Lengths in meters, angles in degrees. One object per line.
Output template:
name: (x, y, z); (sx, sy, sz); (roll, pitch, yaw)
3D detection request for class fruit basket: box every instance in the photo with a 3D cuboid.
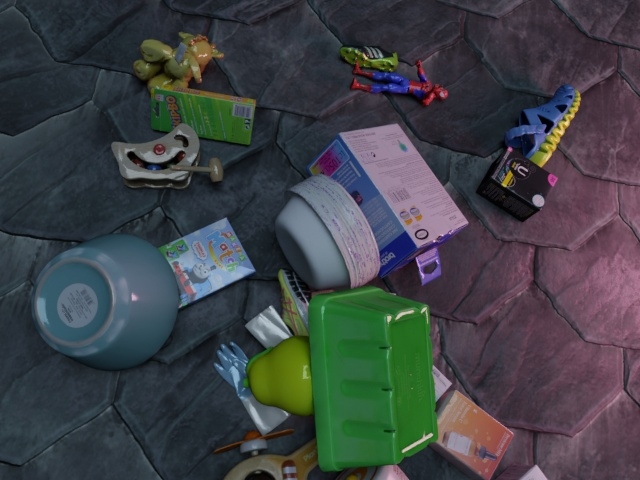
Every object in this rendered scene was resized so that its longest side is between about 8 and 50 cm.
fruit basket: (0.037, 0.289, 1.266); (0.283, 0.392, 0.391); (-4, 67, -49)

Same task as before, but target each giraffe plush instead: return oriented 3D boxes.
giraffe plush: (-0.359, -0.476, 1.548); (0.181, 0.210, 0.170); (51, 41, -16)

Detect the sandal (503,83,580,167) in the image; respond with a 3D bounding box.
sandal: (0.638, -0.343, 1.699); (0.138, 0.126, 0.317); (34, 67, 7)

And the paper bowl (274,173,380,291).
paper bowl: (0.000, 0.000, 1.373); (0.148, 0.284, 0.284); (-31, 79, -18)

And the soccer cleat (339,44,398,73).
soccer cleat: (0.140, -0.539, 1.713); (0.179, 0.060, 0.072); (12, 60, -13)

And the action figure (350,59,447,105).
action figure: (0.238, -0.457, 1.660); (0.281, 0.139, 0.091); (11, 71, -9)

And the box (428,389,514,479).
box: (0.337, 0.456, 1.379); (0.171, 0.091, 0.130); (36, 69, 4)

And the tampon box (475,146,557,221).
tampon box: (0.540, -0.153, 1.621); (0.161, 0.101, 0.120); (33, 69, 2)

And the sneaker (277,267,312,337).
sneaker: (-0.066, 0.163, 1.413); (0.094, 0.081, 0.208); (-36, 64, 23)

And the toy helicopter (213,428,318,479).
toy helicopter: (-0.074, 0.491, 1.295); (0.355, 0.140, 0.235); (-30, 69, -29)

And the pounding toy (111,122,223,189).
pounding toy: (-0.376, -0.219, 1.450); (0.270, 0.155, 0.154); (0, 76, -10)

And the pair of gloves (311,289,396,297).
pair of gloves: (0.097, 0.217, 1.445); (0.240, 0.042, 0.204); (2, 70, -10)

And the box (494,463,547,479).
box: (0.491, 0.626, 1.334); (0.103, 0.114, 0.203); (-32, 80, -20)

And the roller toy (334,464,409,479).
roller toy: (0.105, 0.552, 1.240); (0.146, 0.191, 0.209); (51, 56, -4)

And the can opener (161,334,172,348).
can opener: (-0.455, 0.140, 1.370); (0.095, 0.076, 0.283); (-35, 79, 14)

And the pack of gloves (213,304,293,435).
pack of gloves: (-0.122, 0.302, 1.382); (0.195, 0.046, 0.232); (-37, 82, -3)

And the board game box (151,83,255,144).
board game box: (-0.304, -0.325, 1.519); (0.260, 0.124, 0.039); (6, 42, -9)

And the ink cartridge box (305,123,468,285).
ink cartridge box: (0.186, -0.083, 1.454); (0.270, 0.151, 0.395); (-21, 71, -48)

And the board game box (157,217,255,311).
board game box: (-0.289, 0.057, 1.433); (0.212, 0.039, 0.160); (-26, 77, -18)

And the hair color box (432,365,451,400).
hair color box: (0.223, 0.372, 1.408); (0.093, 0.053, 0.167); (45, 71, 8)

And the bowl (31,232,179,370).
bowl: (-0.479, 0.129, 1.251); (0.312, 0.163, 0.311); (-1, 83, 9)
